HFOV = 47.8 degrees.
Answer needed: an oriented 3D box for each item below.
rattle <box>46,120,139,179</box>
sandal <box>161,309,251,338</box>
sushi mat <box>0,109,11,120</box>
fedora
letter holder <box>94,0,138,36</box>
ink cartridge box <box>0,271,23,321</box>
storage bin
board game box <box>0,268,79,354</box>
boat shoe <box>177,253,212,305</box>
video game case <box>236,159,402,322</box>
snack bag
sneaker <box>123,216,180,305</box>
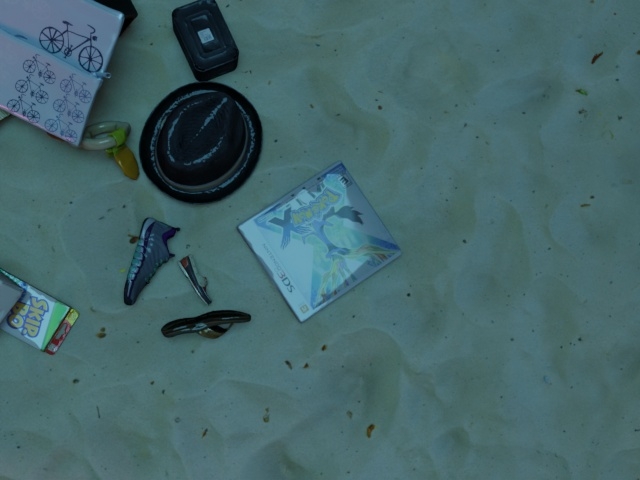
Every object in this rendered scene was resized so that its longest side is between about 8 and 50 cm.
[{"bbox_3d":[-0.568,-0.228,1.818,0.199,0.143,0.130,-7,51,5],"label":"rattle"},{"bbox_3d":[-0.278,0.216,1.778,0.219,0.090,0.060,-12,101,-12],"label":"sandal"},{"bbox_3d":[-0.905,-0.389,1.760,0.316,0.019,0.151,46,66,2],"label":"sushi mat"},{"bbox_3d":[-0.295,-0.260,1.804,0.333,0.152,0.334,1,83,-9],"label":"fedora"},{"bbox_3d":[-0.631,-0.634,1.815,0.152,0.214,0.302,-28,90,-43],"label":"letter holder"},{"bbox_3d":[-0.837,0.110,1.657,0.237,0.100,0.172,33,80,15],"label":"ink cartridge box"},{"bbox_3d":[-0.298,-0.519,1.874,0.122,0.084,0.180,-24,86,-12],"label":"storage bin"},{"bbox_3d":[-0.726,0.163,1.737,0.259,0.039,0.124,30,79,-7],"label":"board game box"},{"bbox_3d":[-0.306,0.099,1.808,0.043,0.049,0.137,-32,84,-14],"label":"boat shoe"},{"bbox_3d":[0.000,0.000,1.876,0.329,0.036,0.300,-34,89,-12],"label":"video game case"},{"bbox_3d":[-0.647,-0.441,1.700,0.323,0.037,0.343,28,103,4],"label":"snack bag"},{"bbox_3d":[-0.415,0.058,1.779,0.098,0.083,0.224,16,79,-12],"label":"sneaker"}]
